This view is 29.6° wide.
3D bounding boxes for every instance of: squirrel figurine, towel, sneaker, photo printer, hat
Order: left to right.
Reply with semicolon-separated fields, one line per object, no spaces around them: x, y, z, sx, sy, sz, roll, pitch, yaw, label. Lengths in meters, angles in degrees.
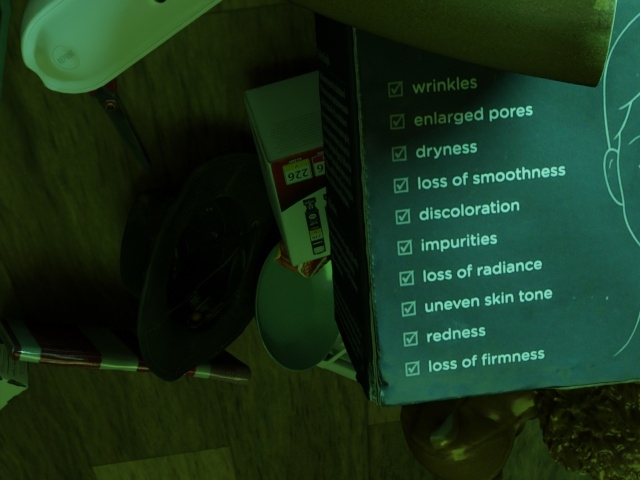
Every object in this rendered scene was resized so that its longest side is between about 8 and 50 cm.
-0.286;0.161;1.727;0.329;0.037;0.237;8;-178;-21;towel
-0.152;-0.279;1.156;0.307;0.256;0.107;-30;119;25;photo printer
-0.180;0.011;1.587;0.134;0.331;0.331;26;151;25;hat
0.000;0.000;1.659;0.175;0.067;0.064;-18;131;-59;sneaker
0.297;0.180;1.607;0.370;0.397;0.281;-50;137;-19;squirrel figurine

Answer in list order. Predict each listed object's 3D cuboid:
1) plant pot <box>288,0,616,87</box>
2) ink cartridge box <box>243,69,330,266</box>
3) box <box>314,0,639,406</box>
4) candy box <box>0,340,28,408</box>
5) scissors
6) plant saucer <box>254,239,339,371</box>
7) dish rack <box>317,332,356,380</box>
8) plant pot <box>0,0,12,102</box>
0.096;-0.242;0.945;0.254;0.237;0.237;2;142;7;plant pot
0.087;-0.095;1.507;0.309;0.130;0.272;-17;143;-4;ink cartridge box
0.248;-0.121;1.235;0.480;0.297;0.472;-5;105;-6;box
-0.563;0.202;1.811;0.196;0.070;0.165;27;129;-37;candy box
-0.267;-0.176;1.448;0.109;0.021;0.297;-8;143;-7;scissors
-0.038;0.085;1.692;0.037;0.195;0.195;0;153;38;plant saucer
0.151;0.129;1.879;0.333;0.072;0.285;27;128;-38;dish rack
-0.490;-0.130;1.288;0.248;0.247;0.252;11;155;-25;plant pot
